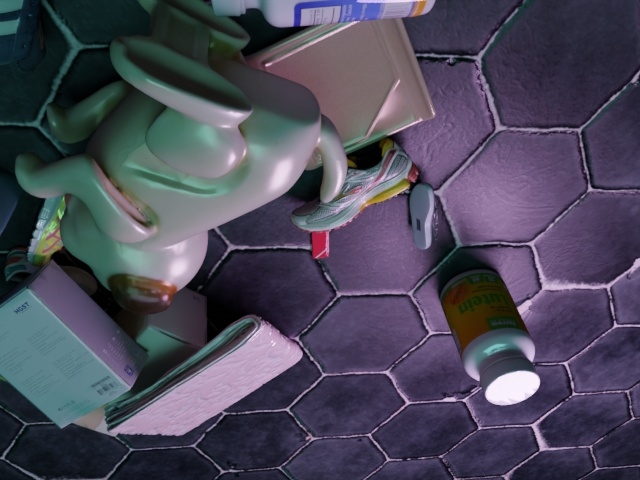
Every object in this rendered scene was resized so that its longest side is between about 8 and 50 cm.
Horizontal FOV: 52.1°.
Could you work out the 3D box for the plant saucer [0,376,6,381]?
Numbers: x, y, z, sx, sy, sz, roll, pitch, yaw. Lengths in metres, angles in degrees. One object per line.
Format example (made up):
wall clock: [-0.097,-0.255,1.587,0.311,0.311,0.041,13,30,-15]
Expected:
plant saucer: [-0.611,0.198,1.241,0.188,0.045,0.188,-40,125,23]

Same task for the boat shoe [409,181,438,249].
boat shoe: [0.189,-0.048,1.167,0.040,0.049,0.142,-31,136,-28]

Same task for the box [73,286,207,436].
box: [-0.352,0.221,1.241,0.121,0.148,0.311,31,118,-30]

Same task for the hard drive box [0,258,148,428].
hard drive box: [-0.436,0.176,1.081,0.181,0.089,0.232,-31,111,21]

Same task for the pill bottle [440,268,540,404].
pill bottle: [0.325,0.183,1.253,0.137,0.245,0.136,-5,131,-6]

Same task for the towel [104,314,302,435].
towel: [-0.201,0.262,1.228,0.317,0.053,0.332,-32,160,-1]

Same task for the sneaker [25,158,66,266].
sneaker: [-0.409,-0.028,1.055,0.094,0.081,0.208,19,125,-27]

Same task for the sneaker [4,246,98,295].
sneaker: [-0.469,0.074,1.136,0.161,0.075,0.057,29,121,-30]

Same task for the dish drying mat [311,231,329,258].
dish drying mat: [0.000,0.000,1.196,0.032,0.008,0.083,-4,132,-5]

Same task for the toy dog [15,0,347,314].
toy dog: [-0.207,-0.093,0.918,0.396,0.284,0.408,18,127,-34]

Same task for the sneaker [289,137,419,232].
sneaker: [0.044,-0.093,1.084,0.225,0.088,0.092,-31,117,11]

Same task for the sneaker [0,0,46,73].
sneaker: [-0.377,-0.301,0.802,0.350,0.131,0.148,-32,136,25]

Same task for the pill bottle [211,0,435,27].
pill bottle: [-0.001,-0.344,0.800,0.272,0.152,0.152,-6,131,-4]

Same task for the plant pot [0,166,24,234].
plant pot: [-0.565,-0.011,0.940,0.165,0.234,0.166,-36,128,21]

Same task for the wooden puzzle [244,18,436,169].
wooden puzzle: [0.030,-0.230,0.982,0.239,0.044,0.221,-20,131,14]
